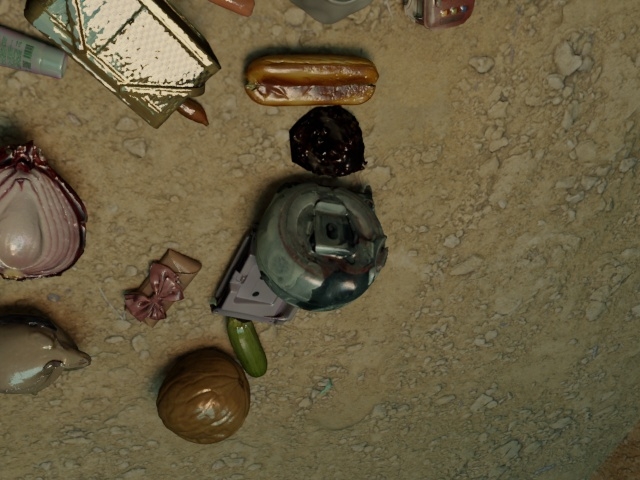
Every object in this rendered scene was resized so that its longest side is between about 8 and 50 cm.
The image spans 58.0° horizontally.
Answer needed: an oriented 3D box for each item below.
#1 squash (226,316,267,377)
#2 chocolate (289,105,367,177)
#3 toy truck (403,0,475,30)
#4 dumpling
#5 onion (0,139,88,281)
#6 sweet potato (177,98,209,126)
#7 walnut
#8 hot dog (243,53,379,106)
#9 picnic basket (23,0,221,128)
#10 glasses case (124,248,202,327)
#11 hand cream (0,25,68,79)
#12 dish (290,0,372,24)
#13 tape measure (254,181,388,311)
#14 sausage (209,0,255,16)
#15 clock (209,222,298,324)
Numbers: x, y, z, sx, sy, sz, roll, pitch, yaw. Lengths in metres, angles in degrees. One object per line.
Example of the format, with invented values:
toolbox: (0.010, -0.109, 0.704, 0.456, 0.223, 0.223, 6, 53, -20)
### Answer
squash: (-0.177, 0.258, 1.405, 0.069, 0.069, 0.238, -19, 137, -6)
chocolate: (0.028, -0.172, 1.114, 0.156, 0.133, 0.156, -10, 126, -14)
toy truck: (0.197, -0.486, 0.928, 0.114, 0.135, 0.270, -15, 130, -10)
dumpling: (-0.614, 0.221, 1.181, 0.293, 0.204, 0.163, 2, 96, -3)
onion: (-0.515, -0.068, 0.997, 0.227, 0.120, 0.283, 12, 124, -26)
sweet potato: (-0.236, -0.236, 1.030, 0.095, 0.034, 0.034, 30, 111, -36)
walnut: (-0.279, 0.375, 1.376, 0.228, 0.228, 0.227, -10, 129, -13)
hot dog: (-0.014, -0.293, 1.045, 0.250, 0.068, 0.100, -3, 140, -16)
picnic basket: (-0.289, -0.315, 0.861, 0.139, 0.165, 0.267, -40, 130, 10)
glasses case: (-0.347, 0.109, 1.231, 0.103, 0.070, 0.193, 29, 112, -34)
hand cream: (-0.485, -0.297, 0.887, 0.174, 0.047, 0.076, 12, 122, -18)
dish: (0.031, -0.443, 0.946, 0.191, 0.066, 0.190, -10, 130, -13)
tape measure: (0.000, 0.000, 1.155, 0.257, 0.274, 0.147, 5, 151, -18)
sausage: (-0.147, -0.393, 0.940, 0.083, 0.034, 0.034, 14, 120, -30)
clock: (-0.118, 0.088, 1.292, 0.187, 0.083, 0.253, 15, 120, -29)
